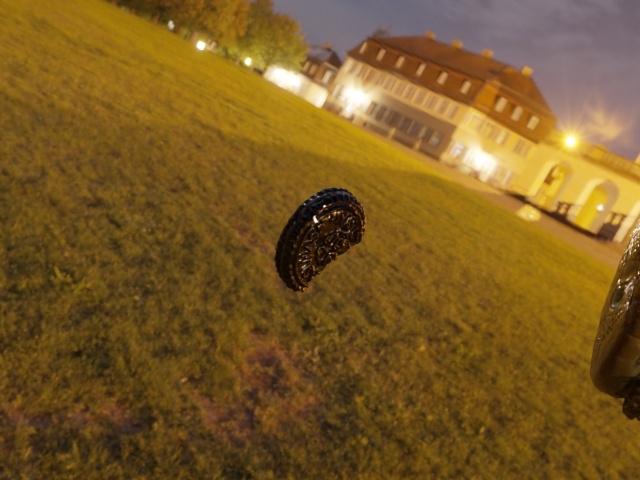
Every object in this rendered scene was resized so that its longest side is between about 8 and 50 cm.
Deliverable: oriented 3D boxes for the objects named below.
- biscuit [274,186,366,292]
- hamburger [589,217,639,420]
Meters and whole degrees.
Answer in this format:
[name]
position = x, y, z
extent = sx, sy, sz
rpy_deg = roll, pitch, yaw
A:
[biscuit]
position = 0.000, 0.000, 0.564
extent = 0.087, 0.089, 0.027
rpy_deg = -10, 34, -44
[hamburger]
position = 0.334, 0.070, 0.657
extent = 0.122, 0.215, 0.189
rpy_deg = 22, -3, 13
